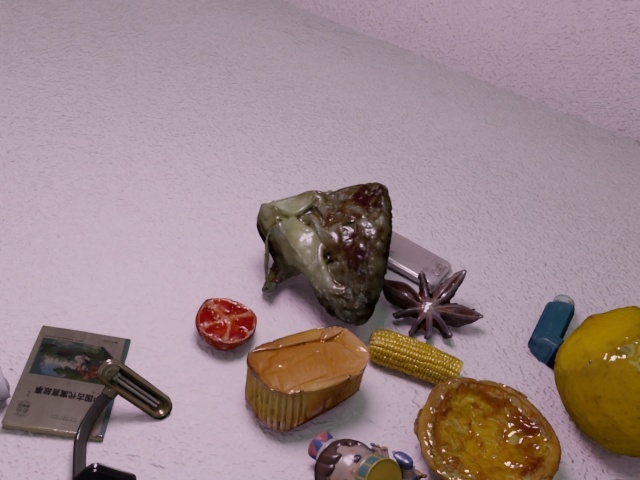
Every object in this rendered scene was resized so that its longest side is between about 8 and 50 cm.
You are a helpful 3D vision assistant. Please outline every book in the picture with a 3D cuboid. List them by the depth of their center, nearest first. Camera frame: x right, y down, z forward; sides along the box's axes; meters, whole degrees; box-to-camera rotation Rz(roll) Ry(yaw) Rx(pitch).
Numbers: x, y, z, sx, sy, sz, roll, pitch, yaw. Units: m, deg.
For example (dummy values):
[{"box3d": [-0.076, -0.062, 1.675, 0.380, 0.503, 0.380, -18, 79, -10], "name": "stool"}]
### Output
[{"box3d": [-0.554, 0.310, 1.635, 0.215, 0.025, 0.282, 10, 39, -9], "name": "book"}]

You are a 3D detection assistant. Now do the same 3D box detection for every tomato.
[{"box3d": [-0.235, 0.217, 1.805, 0.156, 0.069, 0.155, 10, 37, -8], "name": "tomato"}]

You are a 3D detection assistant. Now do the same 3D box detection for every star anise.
[{"box3d": [0.303, 0.177, 1.988, 0.258, 0.110, 0.198, -8, 69, -4], "name": "star anise"}]

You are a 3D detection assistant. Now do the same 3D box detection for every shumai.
[{"box3d": [0.000, 0.000, 1.911, 0.348, 0.395, 0.395, 14, 40, -4], "name": "shumai"}]

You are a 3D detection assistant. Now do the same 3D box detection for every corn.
[{"box3d": [0.235, 0.294, 1.845, 0.244, 0.093, 0.093, 18, 40, 4], "name": "corn"}]

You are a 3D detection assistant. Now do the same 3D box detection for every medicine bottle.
[{"box3d": [0.658, 0.250, 2.038, 0.124, 0.079, 0.258, 24, 40, 16], "name": "medicine bottle"}]

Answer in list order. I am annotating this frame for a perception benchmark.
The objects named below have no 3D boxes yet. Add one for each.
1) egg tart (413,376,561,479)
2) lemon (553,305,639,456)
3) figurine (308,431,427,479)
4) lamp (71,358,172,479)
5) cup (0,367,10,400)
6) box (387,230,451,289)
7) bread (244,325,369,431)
[{"box3d": [0.366, 0.465, 1.665, 0.341, 0.129, 0.341, 8, 42, -8], "name": "egg tart"}, {"box3d": [0.752, 0.345, 1.767, 0.350, 0.350, 0.387, -36, 93, -43], "name": "lemon"}, {"box3d": [0.074, 0.478, 1.502, 0.158, 0.275, 0.161, 44, 62, -27], "name": "figurine"}, {"box3d": [-0.406, 0.415, 1.505, 0.203, 0.124, 0.283, 34, 33, -32], "name": "lamp"}, {"box3d": [-0.726, 0.309, 1.538, 0.133, 0.136, 0.099, -21, 81, -25], "name": "cup"}, {"box3d": [0.240, 0.040, 2.178, 0.285, 0.044, 0.142, 30, 40, 17], "name": "box"}, {"box3d": [-0.031, 0.319, 1.694, 0.288, 0.156, 0.204, -20, 43, -31], "name": "bread"}]
